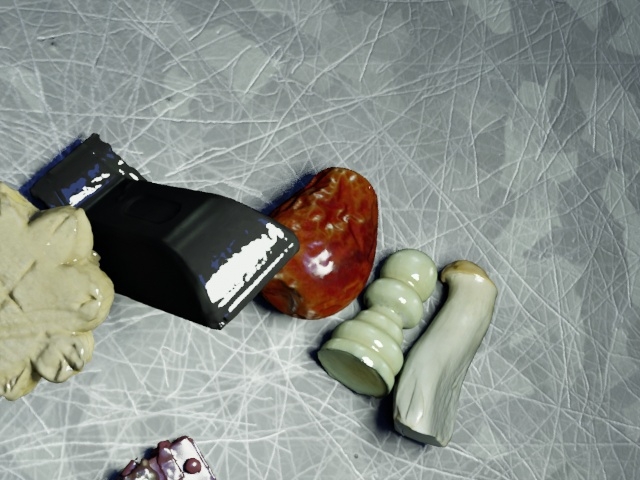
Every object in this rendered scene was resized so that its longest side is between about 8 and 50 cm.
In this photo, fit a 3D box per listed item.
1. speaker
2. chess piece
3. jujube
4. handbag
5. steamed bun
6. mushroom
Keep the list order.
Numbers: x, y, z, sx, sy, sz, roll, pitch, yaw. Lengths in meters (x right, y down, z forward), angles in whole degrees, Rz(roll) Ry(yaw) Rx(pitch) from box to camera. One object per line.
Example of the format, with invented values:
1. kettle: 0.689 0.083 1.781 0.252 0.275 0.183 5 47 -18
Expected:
1. speaker: -0.232 -0.022 1.838 0.180 0.388 0.184 -46 124 -24
2. chess piece: 0.109 0.119 2.068 0.133 0.133 0.243 39 63 -11
3. jujube: 0.000 0.000 2.018 0.190 0.190 0.255 34 62 -13
4. handbag: -0.229 0.417 1.897 0.203 0.074 0.216 -30 92 -25
5. steamed bun: -0.421 0.060 1.825 0.295 0.137 0.292 33 101 5
6. mushroom: 0.204 0.179 2.077 0.122 0.159 0.329 27 67 -5
